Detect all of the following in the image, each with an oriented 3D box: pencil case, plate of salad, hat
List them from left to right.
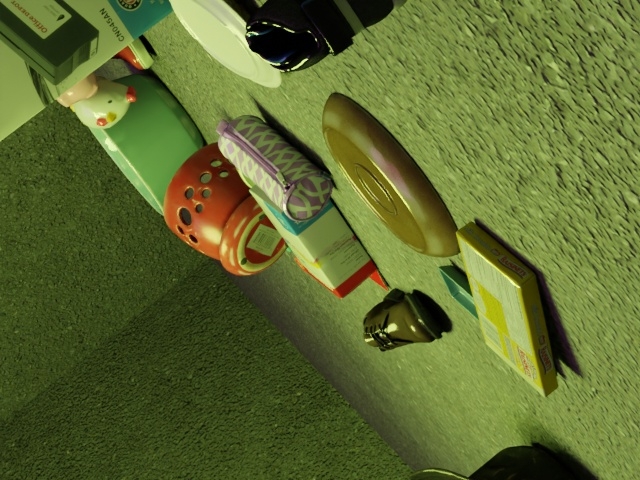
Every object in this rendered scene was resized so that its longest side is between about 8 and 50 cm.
[{"bbox_3d":[-0.117,-0.266,1.613,0.200,0.048,0.200,39,168,10],"label":"plate of salad"},{"bbox_3d":[-0.068,-0.106,1.893,0.088,0.086,0.206,11,-158,-43],"label":"pencil case"},{"bbox_3d":[0.294,0.371,1.872,0.331,0.134,0.331,31,162,11],"label":"hat"}]

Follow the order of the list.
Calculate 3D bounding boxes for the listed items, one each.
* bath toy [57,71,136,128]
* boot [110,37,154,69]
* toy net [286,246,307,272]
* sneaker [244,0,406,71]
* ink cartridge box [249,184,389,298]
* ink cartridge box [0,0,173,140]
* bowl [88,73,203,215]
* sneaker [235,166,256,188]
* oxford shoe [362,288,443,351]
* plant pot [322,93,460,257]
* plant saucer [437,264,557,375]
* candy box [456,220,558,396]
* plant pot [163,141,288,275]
[{"bbox_3d":[-0.453,-0.308,2.326,0.129,0.151,0.348,-3,152,29],"label":"bath toy"},{"bbox_3d":[-0.432,-0.353,2.480,0.244,0.176,0.088,41,166,43],"label":"boot"},{"bbox_3d":[-0.057,-0.006,2.445,0.122,0.045,0.232,52,174,-16],"label":"toy net"},{"bbox_3d":[-0.023,-0.205,1.116,0.079,0.121,0.217,56,171,-24],"label":"sneaker"},{"bbox_3d":[0.000,0.000,2.028,0.231,0.078,0.134,55,171,-29],"label":"ink cartridge box"},{"bbox_3d":[-0.437,-0.338,1.804,0.166,0.395,0.285,41,167,52],"label":"ink cartridge box"},{"bbox_3d":[-0.357,-0.221,2.690,0.311,0.163,0.311,49,172,10],"label":"bowl"},{"bbox_3d":[-0.062,-0.081,2.101,0.086,0.064,0.192,11,138,57],"label":"sneaker"},{"bbox_3d":[0.116,0.130,1.918,0.083,0.096,0.227,54,170,-4],"label":"oxford shoe"},{"bbox_3d":[0.073,-0.066,1.512,0.236,0.032,0.236,49,171,10],"label":"plant pot"},{"bbox_3d":[0.209,0.096,1.537,0.192,0.018,0.067,45,170,41],"label":"plant saucer"},{"bbox_3d":[0.201,0.076,1.399,0.105,0.027,0.206,41,162,39],"label":"candy box"},{"bbox_3d":[-0.142,-0.050,2.231,0.174,0.191,0.191,35,164,33],"label":"plant pot"}]
